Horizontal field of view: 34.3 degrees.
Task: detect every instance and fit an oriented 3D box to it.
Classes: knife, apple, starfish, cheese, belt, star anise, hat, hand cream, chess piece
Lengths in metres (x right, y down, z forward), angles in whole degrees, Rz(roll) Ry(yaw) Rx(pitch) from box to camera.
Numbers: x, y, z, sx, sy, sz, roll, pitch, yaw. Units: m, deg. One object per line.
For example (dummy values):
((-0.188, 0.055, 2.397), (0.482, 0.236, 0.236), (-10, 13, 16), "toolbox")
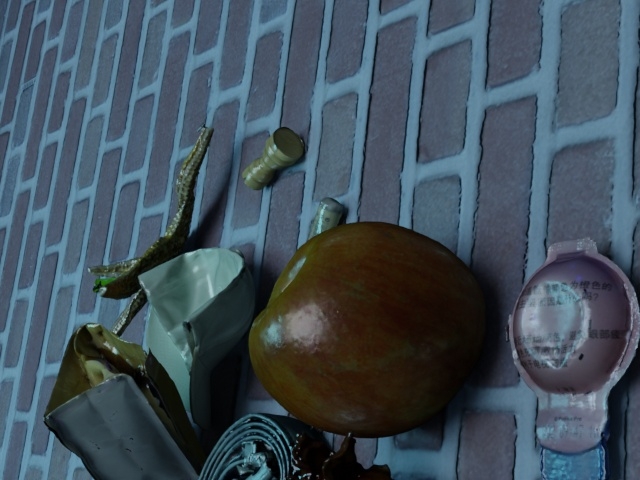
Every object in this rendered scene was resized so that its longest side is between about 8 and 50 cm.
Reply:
((-0.455, 0.090, 2.236), (0.166, 0.022, 0.078), (-7, 65, 51), "knife")
((0.046, 0.113, 1.355), (0.301, 0.301, 0.301), (-25, 57, 46), "apple")
((-0.338, 0.022, 1.959), (0.398, 0.132, 0.384), (-43, 13, 50), "starfish")
((0.288, 0.137, 1.191), (0.189, 0.074, 0.286), (-17, 66, 49), "cheese")
((-0.096, 0.383, 1.558), (0.267, 0.116, 0.206), (-53, 45, 21), "belt")
((0.005, 0.370, 1.350), (0.346, 0.148, 0.237), (-32, 97, 37), "star anise")
((-0.190, 0.171, 1.775), (0.258, 0.168, 0.301), (-150, 54, -60), "hat")
((0.000, 0.000, 1.666), (0.061, 0.039, 0.143), (41, 118, 45), "hand cream")
((-0.086, -0.139, 1.814), (0.122, 0.066, 0.066), (-41, 46, 44), "chess piece")

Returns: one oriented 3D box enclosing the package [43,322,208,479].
((-0.276, 0.294, 1.684), (0.165, 0.311, 0.221), (-18, 33, 16), "package")
